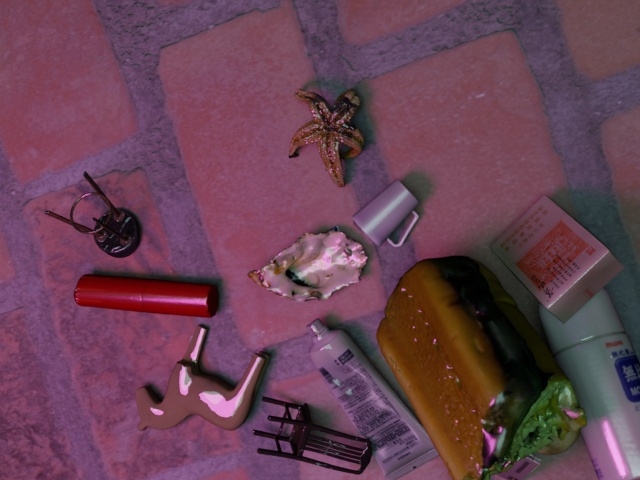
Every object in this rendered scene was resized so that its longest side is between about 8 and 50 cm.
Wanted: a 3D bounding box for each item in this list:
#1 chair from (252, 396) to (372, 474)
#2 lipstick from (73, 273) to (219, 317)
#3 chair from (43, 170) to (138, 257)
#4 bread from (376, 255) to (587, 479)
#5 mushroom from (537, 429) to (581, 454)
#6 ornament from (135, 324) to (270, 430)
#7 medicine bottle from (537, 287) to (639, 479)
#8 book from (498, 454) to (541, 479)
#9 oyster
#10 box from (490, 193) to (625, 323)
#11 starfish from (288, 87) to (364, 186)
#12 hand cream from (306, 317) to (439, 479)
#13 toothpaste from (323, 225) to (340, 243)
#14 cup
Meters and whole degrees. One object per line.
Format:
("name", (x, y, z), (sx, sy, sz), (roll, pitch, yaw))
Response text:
("chair", (-0.013, 0.369, 1.492), (0.212, 0.101, 0.084), (15, 98, -14))
("lipstick", (-0.341, 0.108, 1.551), (0.280, 0.073, 0.073), (4, 94, 12))
("chair", (-0.416, -0.043, 1.503), (0.104, 0.221, 0.095), (13, 72, 13))
("bread", (0.251, 0.202, 1.306), (0.251, 0.208, 0.376), (-61, 42, 31))
("mushroom", (0.388, 0.303, 1.382), (0.148, 0.112, 0.148), (6, 76, -25))
("ornament", (-0.243, 0.293, 1.544), (0.230, 0.061, 0.245), (23, 95, 11))
("medicine bottle", (0.467, 0.223, 1.318), (0.130, 0.130, 0.341), (-21, 69, 12))
("book", (0.290, 0.371, 1.416), (0.182, 0.127, 0.014), (28, 57, 10))
("oyster", (-0.016, 0.057, 1.484), (0.209, 0.072, 0.133), (-35, 90, -3))
("box", (0.392, 0.027, 1.330), (0.141, 0.201, 0.058), (-45, 124, 12))
("starfish", (0.008, -0.190, 1.460), (0.146, 0.074, 0.190), (-5, 94, 6))
("hand cream", (0.083, 0.288, 1.481), (0.124, 0.078, 0.340), (-35, 94, 15))
("toothpaste", (0.000, 0.000, 1.500), (0.083, 0.015, 0.024), (-25, 87, 7))
("cup", (0.129, -0.041, 1.448), (0.116, 0.074, 0.104), (-43, 108, 6))
